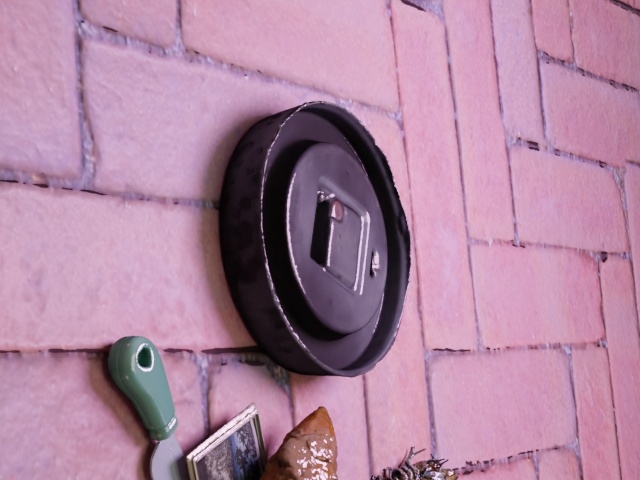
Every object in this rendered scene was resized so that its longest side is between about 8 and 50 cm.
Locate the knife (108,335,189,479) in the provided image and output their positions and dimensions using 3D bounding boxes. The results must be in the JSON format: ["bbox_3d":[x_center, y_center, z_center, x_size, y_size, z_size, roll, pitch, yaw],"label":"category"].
[{"bbox_3d":[-0.151,0.212,1.457,0.063,0.035,0.260,-49,126,-53],"label":"knife"}]

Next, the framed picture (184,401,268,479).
[{"bbox_3d":[-0.085,0.280,1.536,0.142,0.011,0.183,-33,117,-57],"label":"framed picture"}]

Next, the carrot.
[{"bbox_3d":[-0.031,0.270,1.548,0.102,0.102,0.263,61,32,-28],"label":"carrot"}]

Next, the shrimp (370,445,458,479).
[{"bbox_3d":[0.103,0.303,1.821,0.082,0.076,0.174,47,28,24],"label":"shrimp"}]

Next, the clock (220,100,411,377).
[{"bbox_3d":[0.000,0.000,1.712,0.325,0.067,0.325,19,67,-55],"label":"clock"}]
